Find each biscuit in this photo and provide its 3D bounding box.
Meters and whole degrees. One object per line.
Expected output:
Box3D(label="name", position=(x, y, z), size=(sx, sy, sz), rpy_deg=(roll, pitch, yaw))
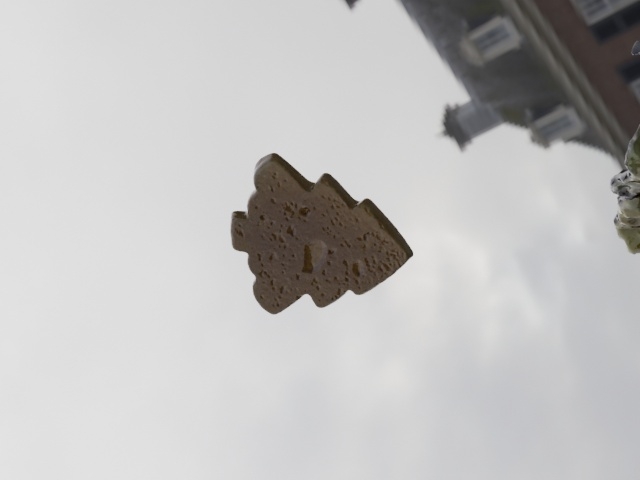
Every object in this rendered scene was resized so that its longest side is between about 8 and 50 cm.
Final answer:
Box3D(label="biscuit", position=(0.000, 0.000, 1.588), size=(0.041, 0.238, 0.212), rpy_deg=(-48, -37, -65))

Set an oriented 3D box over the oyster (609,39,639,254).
Box3D(label="oyster", position=(0.258, -0.080, 0.729), size=(0.083, 0.214, 0.223), rpy_deg=(52, 168, 29))
